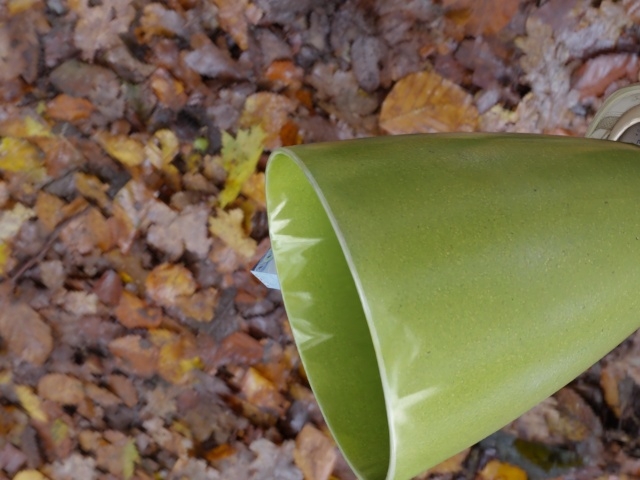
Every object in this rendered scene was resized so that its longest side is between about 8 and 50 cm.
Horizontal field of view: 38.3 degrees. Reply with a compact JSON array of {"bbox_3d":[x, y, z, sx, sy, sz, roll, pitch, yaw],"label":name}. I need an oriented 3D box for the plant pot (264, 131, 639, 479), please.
[{"bbox_3d":[0.136,0.023,0.748,0.293,0.275,0.275,-16,126,-14],"label":"plant pot"}]

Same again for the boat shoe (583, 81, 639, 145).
[{"bbox_3d":[0.274,0.006,0.957,0.121,0.110,0.341,19,118,12],"label":"boat shoe"}]

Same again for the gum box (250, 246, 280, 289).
[{"bbox_3d":[0.000,0.000,1.235,0.041,0.157,0.184,45,163,-20],"label":"gum box"}]
